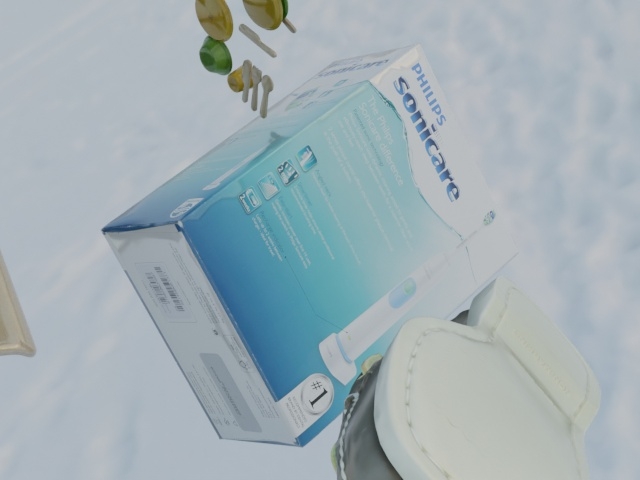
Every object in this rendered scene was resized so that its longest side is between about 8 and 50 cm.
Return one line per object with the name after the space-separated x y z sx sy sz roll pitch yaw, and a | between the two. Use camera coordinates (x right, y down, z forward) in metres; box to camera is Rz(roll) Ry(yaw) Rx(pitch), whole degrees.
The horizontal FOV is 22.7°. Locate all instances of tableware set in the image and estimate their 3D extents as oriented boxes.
-0.062 -0.182 1.298 0.024 0.154 0.104 -30 57 -32 | tableware set

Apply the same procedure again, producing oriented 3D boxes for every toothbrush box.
0.000 0.000 1.342 0.295 0.216 0.126 -40 21 -31 | toothbrush box

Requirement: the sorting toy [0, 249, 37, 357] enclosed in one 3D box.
-0.340 0.023 1.244 0.208 0.038 0.193 -1 42 -29 | sorting toy

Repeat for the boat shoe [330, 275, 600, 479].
0.061 0.091 0.735 0.091 0.109 0.305 -42 -5 16 | boat shoe
